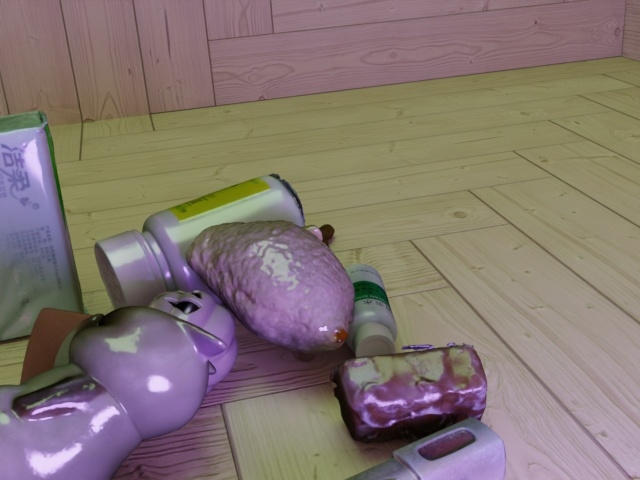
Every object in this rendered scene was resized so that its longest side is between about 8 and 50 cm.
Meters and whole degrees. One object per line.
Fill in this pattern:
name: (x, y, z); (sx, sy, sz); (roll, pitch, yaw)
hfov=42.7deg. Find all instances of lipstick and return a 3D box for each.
lipstick: (0.116, 0.313, 1.054); (0.253, 0.077, 0.079); (-17, 26, -23)

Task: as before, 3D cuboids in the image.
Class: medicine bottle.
medicine bottle: (-0.224, 0.025, 1.590); (0.379, 0.213, 0.213); (-22, 29, -23)
medicine bottle: (0.081, 0.133, 1.456); (0.095, 0.095, 0.260); (-5, 25, -1)

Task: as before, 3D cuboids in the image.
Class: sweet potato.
sweet potato: (-0.001, -0.002, 1.836); (0.054, 0.053, 0.182); (-39, 12, 19)

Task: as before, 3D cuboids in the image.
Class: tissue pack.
tissue pack: (-0.646, -0.021, 1.547); (0.332, 0.404, 0.205); (-11, 21, -17)

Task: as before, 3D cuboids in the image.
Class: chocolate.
chocolate: (0.126, 0.226, 1.170); (0.214, 0.148, 0.093); (-9, 49, -3)

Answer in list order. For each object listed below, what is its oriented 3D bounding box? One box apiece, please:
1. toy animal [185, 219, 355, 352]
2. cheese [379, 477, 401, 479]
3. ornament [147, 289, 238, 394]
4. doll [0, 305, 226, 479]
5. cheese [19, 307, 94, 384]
toy animal: (-0.057, 0.070, 1.384); (0.227, 0.188, 0.358); (-1, 32, -43)
cheese: (0.038, 0.372, 0.912); (0.249, 0.163, 0.071); (-33, -29, 19)
ornament: (-0.223, 0.171, 1.320); (0.178, 0.177, 0.177); (-3, 23, 1)
doll: (-0.319, 0.228, 1.102); (0.226, 0.215, 0.370); (41, 63, 11)
cheese: (-0.395, 0.232, 1.297); (0.128, 0.203, 0.177); (9, 57, 18)
